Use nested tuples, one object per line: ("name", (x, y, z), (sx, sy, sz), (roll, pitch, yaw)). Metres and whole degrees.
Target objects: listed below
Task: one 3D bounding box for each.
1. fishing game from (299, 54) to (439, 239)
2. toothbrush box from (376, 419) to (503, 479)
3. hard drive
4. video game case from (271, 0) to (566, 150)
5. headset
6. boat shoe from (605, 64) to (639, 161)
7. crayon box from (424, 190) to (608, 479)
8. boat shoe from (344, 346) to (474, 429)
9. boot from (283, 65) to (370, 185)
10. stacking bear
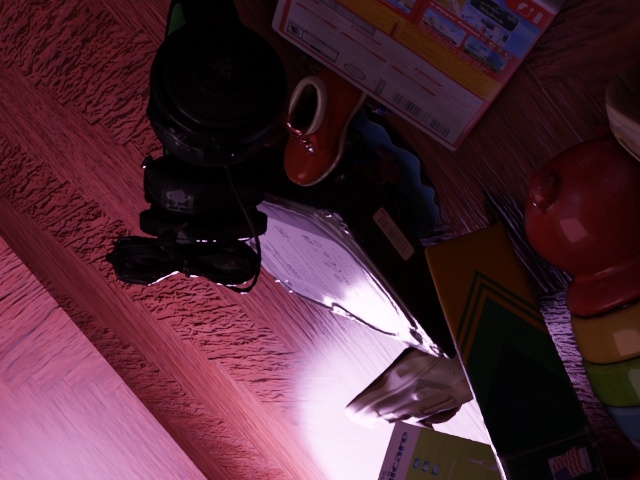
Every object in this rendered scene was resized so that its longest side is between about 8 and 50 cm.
("fishing game", (0.040, -0.069, 1.337), (0.189, 0.041, 0.264), (32, 153, 30))
("toothbrush box", (0.218, 0.297, 1.412), (0.206, 0.122, 0.283), (23, 171, -28))
("hard drive", (0.000, 0.000, 1.436), (0.339, 0.064, 0.237), (22, 155, 54))
("video game case", (0.066, -0.183, 1.037), (0.204, 0.025, 0.285), (34, 162, 2))
("headset", (-0.134, -0.088, 1.259), (0.394, 0.185, 0.243), (-111, 25, -50))
("boat shoe", (0.272, -0.057, 0.908), (0.170, 0.063, 0.059), (43, 167, 19))
("crayon box", (0.175, 0.130, 1.158), (0.318, 0.081, 0.202), (-103, -8, -52))
("boat shoe", (0.116, 0.184, 1.542), (0.098, 0.109, 0.302), (47, 153, 4))
("boot", (-0.011, -0.106, 1.228), (0.059, 0.084, 0.158), (40, 132, 17))
("stacking bear", (0.258, 0.053, 0.998), (0.289, 0.175, 0.164), (58, 159, -7))
